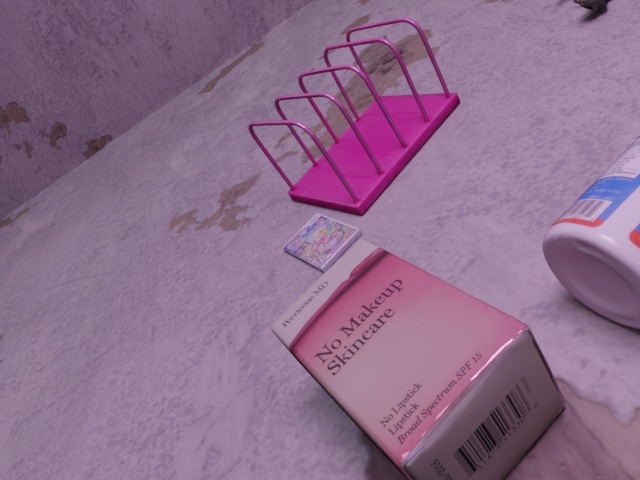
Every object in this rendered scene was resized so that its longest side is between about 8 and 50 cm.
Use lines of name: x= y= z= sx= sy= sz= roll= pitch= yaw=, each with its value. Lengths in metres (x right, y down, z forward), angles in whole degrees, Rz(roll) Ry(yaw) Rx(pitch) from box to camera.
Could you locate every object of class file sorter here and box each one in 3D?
file sorter: x=0.052 y=-0.221 z=0.908 sx=0.291 sy=0.182 sz=0.202 roll=-49 pitch=34 yaw=-18

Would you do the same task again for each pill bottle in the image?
pill bottle: x=0.324 y=-0.036 z=0.482 sx=0.221 sy=0.124 sz=0.124 roll=-42 pitch=33 yaw=-9

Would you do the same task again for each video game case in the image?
video game case: x=0.000 y=0.000 z=0.837 sx=0.087 sy=0.011 sz=0.122 roll=-46 pitch=34 yaw=-14

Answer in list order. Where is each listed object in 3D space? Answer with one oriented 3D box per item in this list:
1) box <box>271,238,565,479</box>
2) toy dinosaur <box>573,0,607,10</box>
box: x=0.081 y=0.118 z=0.508 sx=0.148 sy=0.127 sz=0.232 roll=-44 pitch=34 yaw=-11
toy dinosaur: x=0.498 y=-0.483 z=0.941 sx=0.118 sy=0.064 sz=0.268 roll=27 pitch=66 yaw=39
